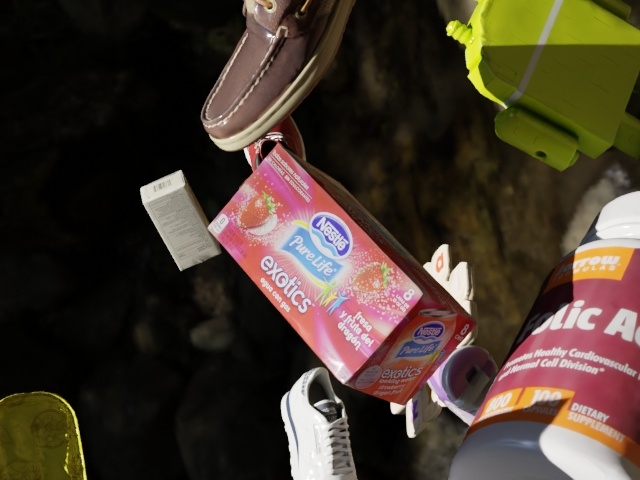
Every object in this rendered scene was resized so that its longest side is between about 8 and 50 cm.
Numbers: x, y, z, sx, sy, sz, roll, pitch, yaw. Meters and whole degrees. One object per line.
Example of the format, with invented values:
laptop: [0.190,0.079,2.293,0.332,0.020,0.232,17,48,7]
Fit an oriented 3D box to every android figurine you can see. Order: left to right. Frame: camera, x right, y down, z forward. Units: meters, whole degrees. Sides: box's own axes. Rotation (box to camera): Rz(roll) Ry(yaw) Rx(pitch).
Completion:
android figurine: [0.274,-0.203,1.580,0.248,0.273,0.056,-66,8,-26]

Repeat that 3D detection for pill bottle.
pill bottle: [0.303,0.140,1.403,0.224,0.392,0.224,19,138,18]

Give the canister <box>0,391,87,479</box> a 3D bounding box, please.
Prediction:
canister: [-0.243,0.201,1.103,0.170,0.073,0.126,140,122,-60]

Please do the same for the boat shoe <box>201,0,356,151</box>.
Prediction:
boat shoe: [-0.031,-0.252,1.349,0.342,0.123,0.123,-55,30,2]

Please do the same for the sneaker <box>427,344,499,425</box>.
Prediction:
sneaker: [0.218,0.217,1.874,0.236,0.095,0.104,48,161,-31]

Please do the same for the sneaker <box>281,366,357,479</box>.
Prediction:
sneaker: [0.008,0.304,2.038,0.095,0.090,0.235,-50,52,44]

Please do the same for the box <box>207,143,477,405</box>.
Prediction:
box: [0.020,0.034,1.411,0.123,0.128,0.257,-49,55,9]

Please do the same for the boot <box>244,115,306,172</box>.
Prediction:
boot: [-0.068,-0.139,1.982,0.176,0.088,0.244,78,178,-60]

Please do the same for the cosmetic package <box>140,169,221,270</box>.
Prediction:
cosmetic package: [-0.175,-0.025,1.734,0.041,0.060,0.115,-110,-3,-56]

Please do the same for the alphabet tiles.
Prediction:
alphabet tiles: [0.178,0.160,2.201,0.284,0.021,0.278,125,151,-49]
